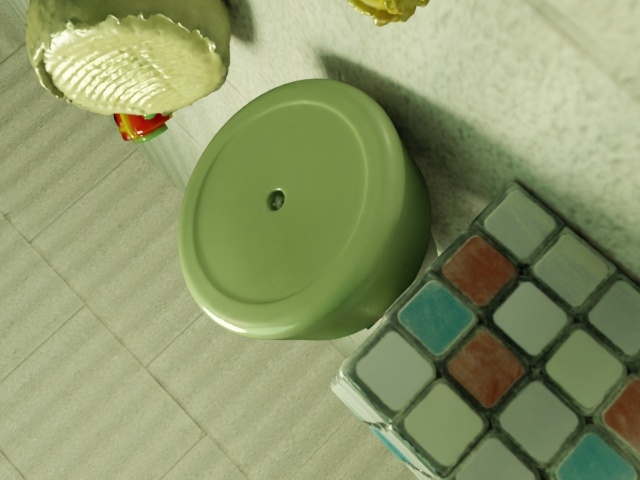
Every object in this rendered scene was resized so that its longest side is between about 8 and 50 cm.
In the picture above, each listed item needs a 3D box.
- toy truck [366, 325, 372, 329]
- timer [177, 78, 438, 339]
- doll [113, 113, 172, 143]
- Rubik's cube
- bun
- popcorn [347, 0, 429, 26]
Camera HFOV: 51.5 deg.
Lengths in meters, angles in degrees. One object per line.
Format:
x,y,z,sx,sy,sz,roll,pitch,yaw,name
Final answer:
0.087,0.127,1.472,0.081,0.067,0.175,40,168,33,toy truck
0.033,0.000,0.817,0.290,0.291,0.315,38,-174,37,timer
-0.456,-0.381,1.426,0.363,0.160,0.182,53,167,-21,doll
0.182,0.142,0.678,0.259,0.253,0.256,42,168,12,Rubik's cube
-0.240,-0.273,0.848,0.259,0.259,0.152,82,180,-72,bun
0.043,-0.194,0.461,0.082,0.083,0.057,16,151,-28,popcorn
